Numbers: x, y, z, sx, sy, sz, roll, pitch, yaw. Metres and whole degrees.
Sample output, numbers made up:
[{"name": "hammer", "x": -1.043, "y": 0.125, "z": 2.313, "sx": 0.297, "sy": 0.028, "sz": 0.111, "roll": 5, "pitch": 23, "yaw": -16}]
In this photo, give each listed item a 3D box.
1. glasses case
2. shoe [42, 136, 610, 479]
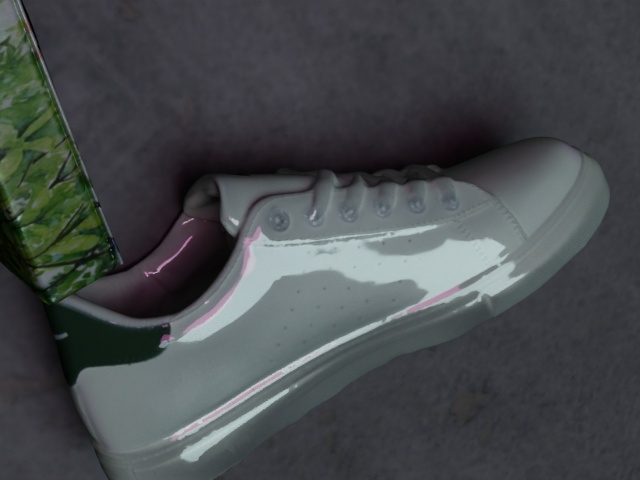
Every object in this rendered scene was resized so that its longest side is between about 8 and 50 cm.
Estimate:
[{"name": "glasses case", "x": -0.180, "y": -0.104, "z": 0.801, "sx": 0.062, "sy": 0.095, "sz": 0.272, "roll": -30, "pitch": 123, "yaw": -21}, {"name": "shoe", "x": 0.000, "y": 0.000, "z": 0.933, "sx": 0.363, "sy": 0.132, "sz": 0.160, "roll": -31, "pitch": 118, "yaw": -10}]
